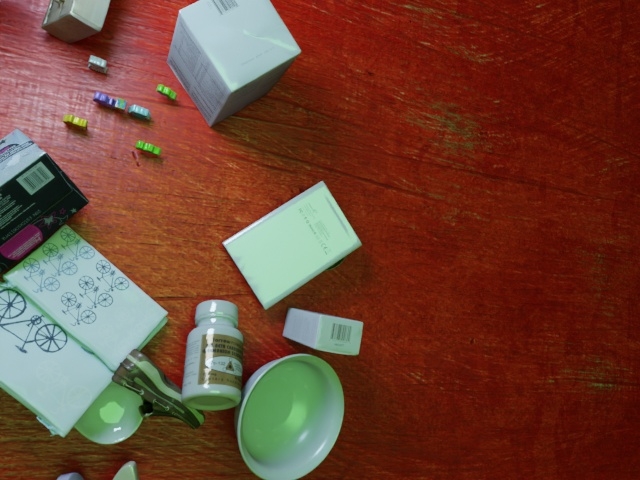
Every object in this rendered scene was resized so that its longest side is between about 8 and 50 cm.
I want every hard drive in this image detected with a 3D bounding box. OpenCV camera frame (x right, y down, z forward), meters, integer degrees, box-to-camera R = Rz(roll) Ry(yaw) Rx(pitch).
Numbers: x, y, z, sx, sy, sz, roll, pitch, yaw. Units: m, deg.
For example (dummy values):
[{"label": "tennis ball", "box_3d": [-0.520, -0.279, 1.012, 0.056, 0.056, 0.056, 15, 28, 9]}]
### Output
[{"label": "hard drive", "box_3d": [-0.070, 0.010, 1.310, 0.307, 0.040, 0.203, -33, 95, -12]}]

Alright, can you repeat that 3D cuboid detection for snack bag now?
[{"label": "snack bag", "box_3d": [-0.549, 0.182, 1.075, 0.323, 0.037, 0.342, 46, 52, -13]}]

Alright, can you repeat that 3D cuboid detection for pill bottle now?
[{"label": "pill bottle", "box_3d": [-0.245, 0.262, 1.163, 0.131, 0.131, 0.229, 12, 54, -21]}]

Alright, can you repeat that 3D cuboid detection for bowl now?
[{"label": "bowl", "box_3d": [-0.097, 0.415, 1.231, 0.297, 0.134, 0.298, -1, 92, -36]}]

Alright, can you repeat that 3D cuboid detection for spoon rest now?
[{"label": "spoon rest", "box_3d": [-0.524, 0.354, 1.101, 0.276, 0.084, 0.137, 27, 76, -18]}]

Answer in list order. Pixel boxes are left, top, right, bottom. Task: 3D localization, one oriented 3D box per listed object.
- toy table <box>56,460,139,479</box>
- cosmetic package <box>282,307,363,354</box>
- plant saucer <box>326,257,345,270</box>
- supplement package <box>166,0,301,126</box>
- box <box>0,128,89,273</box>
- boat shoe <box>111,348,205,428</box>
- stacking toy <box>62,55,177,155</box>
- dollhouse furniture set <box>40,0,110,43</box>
[{"label": "toy table", "box_3d": [-0.443, 0.611, 1.048, 0.160, 0.252, 0.274, -11, 101, -6]}, {"label": "cosmetic package", "box_3d": [0.000, 0.223, 1.249, 0.117, 0.231, 0.086, 14, 80, -20]}, {"label": "plant saucer", "box_3d": [0.000, 0.000, 1.376, 0.168, 0.029, 0.169, 2, 84, -23]}, {"label": "supplement package", "box_3d": [-0.215, -0.434, 1.193, 0.199, 0.262, 0.198, -37, 99, -21]}, {"label": "box", "box_3d": [-0.644, -0.078, 1.020, 0.247, 0.142, 0.163, -46, 148, -19]}, {"label": "boat shoe", "box_3d": [-0.370, 0.360, 1.139, 0.095, 0.095, 0.257, -49, 119, -27]}, {"label": "stacking toy", "box_3d": [-0.470, -0.316, 1.197, 0.221, 0.052, 0.167, 18, 81, -22]}, {"label": "dollhouse furniture set", "box_3d": [-0.622, -0.626, 1.002, 0.394, 0.362, 0.257, 22, 77, -48]}]
